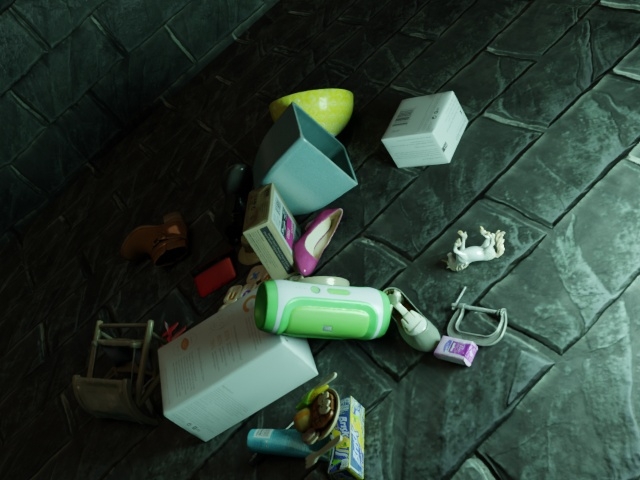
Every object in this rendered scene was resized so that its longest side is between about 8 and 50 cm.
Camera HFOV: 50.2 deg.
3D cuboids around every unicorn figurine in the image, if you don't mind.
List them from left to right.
[{"bbox_3d":[0.347,0.025,1.588,0.162,0.111,0.060,1,39,24],"label":"unicorn figurine"}]

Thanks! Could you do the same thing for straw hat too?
[{"bbox_3d":[-0.218,0.005,2.141,0.144,0.061,0.144,-24,38,21],"label":"straw hat"}]

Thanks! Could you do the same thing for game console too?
[{"bbox_3d":[-0.327,0.102,2.175,0.144,0.085,0.124,-30,5,12],"label":"game console"}]

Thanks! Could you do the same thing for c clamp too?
[{"bbox_3d":[0.341,0.166,1.489,0.160,0.022,0.137,13,59,49],"label":"c clamp"}]

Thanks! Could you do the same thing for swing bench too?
[{"bbox_3d":[-0.550,0.371,1.925,0.253,0.165,0.255,-6,53,37],"label":"swing bench"}]

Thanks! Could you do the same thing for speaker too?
[{"bbox_3d":[0.004,0.160,1.567,0.131,0.296,0.131,-174,90,-70],"label":"speaker"}]

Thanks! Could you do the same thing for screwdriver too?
[{"bbox_3d":[-0.101,0.456,1.569,0.170,0.024,0.025,-41,6,-6],"label":"screwdriver"}]

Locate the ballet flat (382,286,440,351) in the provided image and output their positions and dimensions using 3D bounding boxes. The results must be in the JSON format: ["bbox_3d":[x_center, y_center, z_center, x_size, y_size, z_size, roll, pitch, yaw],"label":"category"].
[{"bbox_3d":[0.197,0.178,1.567,0.072,0.068,0.213,-39,35,-1],"label":"ballet flat"}]

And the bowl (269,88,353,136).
[{"bbox_3d":[-0.019,-0.394,2.297,0.289,0.289,0.156,-11,87,34],"label":"bowl"}]

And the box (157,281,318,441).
[{"bbox_3d":[-0.211,0.301,1.698,0.345,0.168,0.215,-32,41,10],"label":"box"}]

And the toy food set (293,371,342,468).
[{"bbox_3d":[-0.010,0.375,1.470,0.132,0.038,0.192,-44,28,24],"label":"toy food set"}]

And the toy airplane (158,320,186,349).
[{"bbox_3d":[-0.457,0.297,2.061,0.151,0.028,0.151,-28,37,24],"label":"toy airplane"}]

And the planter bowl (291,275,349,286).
[{"bbox_3d":[-0.005,0.163,1.711,0.162,0.162,0.109,-14,69,31],"label":"planter bowl"}]

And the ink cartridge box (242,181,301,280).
[{"bbox_3d":[-0.134,-0.026,1.961,0.088,0.193,0.235,-23,31,14],"label":"ink cartridge box"}]

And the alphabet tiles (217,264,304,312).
[{"bbox_3d":[-0.175,0.173,1.950,0.284,0.021,0.278,-11,41,34],"label":"alphabet tiles"}]

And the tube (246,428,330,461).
[{"bbox_3d":[-0.060,0.446,1.510,0.207,0.052,0.080,-4,51,21],"label":"tube"}]

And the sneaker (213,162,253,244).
[{"bbox_3d":[-0.264,-0.113,2.196,0.109,0.286,0.130,-4,39,-24],"label":"sneaker"}]

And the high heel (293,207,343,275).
[{"bbox_3d":[0.000,0.000,1.935,0.117,0.082,0.244,-29,22,30],"label":"high heel"}]

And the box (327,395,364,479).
[{"bbox_3d":[0.055,0.418,1.435,0.054,0.059,0.169,-23,38,25],"label":"box"}]

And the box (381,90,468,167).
[{"bbox_3d":[0.302,-0.319,1.981,0.182,0.119,0.181,-1,49,41],"label":"box"}]

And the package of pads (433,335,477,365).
[{"bbox_3d":[0.287,0.234,1.454,0.083,0.032,0.050,6,58,46],"label":"package of pads"}]

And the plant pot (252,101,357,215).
[{"bbox_3d":[-0.074,-0.224,2.128,0.252,0.247,0.248,-41,33,20],"label":"plant pot"}]

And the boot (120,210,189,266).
[{"bbox_3d":[-0.584,0.035,2.423,0.283,0.109,0.220,-28,40,4],"label":"boot"}]
